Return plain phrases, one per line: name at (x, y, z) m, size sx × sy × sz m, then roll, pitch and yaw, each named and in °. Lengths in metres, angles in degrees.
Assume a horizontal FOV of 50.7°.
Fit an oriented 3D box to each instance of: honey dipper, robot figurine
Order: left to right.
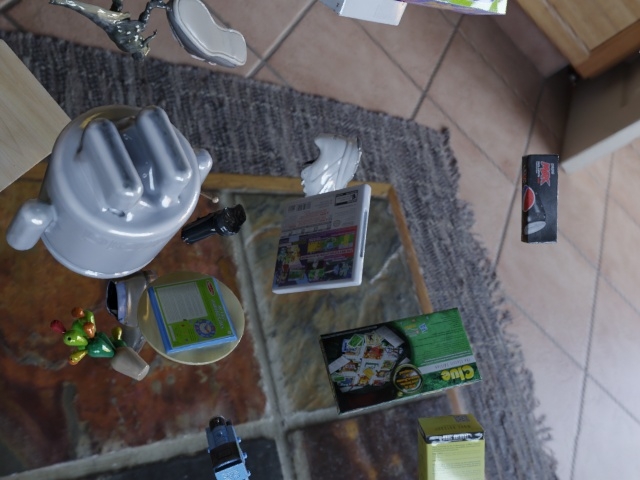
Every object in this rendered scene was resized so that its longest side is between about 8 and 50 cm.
robot figurine at (-0.301, -0.062, 0.984) m, size 0.300 × 0.353 × 0.200 m, roll -19°, pitch 82°, yaw -32°
honey dipper at (-0.350, -0.142, 1.939) m, size 0.160 × 0.030 × 0.030 m, roll 24°, pitch 34°, yaw 31°

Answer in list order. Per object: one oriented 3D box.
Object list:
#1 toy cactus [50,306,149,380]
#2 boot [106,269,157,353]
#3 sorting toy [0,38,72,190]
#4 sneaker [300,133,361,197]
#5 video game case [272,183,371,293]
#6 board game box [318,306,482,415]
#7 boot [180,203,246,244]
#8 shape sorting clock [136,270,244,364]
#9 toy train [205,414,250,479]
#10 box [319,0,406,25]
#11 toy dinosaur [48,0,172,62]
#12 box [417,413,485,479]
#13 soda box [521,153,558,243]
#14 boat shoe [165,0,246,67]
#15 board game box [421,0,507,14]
toy cactus at (-0.417, 0.214, 1.300) m, size 0.180 × 0.219 × 0.112 m, roll 31°, pitch 73°, yaw 13°
boot at (-0.444, 0.169, 1.520) m, size 0.106 × 0.082 × 0.219 m, roll -1°, pitch 110°, yaw -51°
sorting toy at (-0.729, -0.266, 1.499) m, size 0.257 × 0.089 × 0.255 m, roll 53°, pitch 54°, yaw -20°
sneaker at (0.005, -0.132, 1.670) m, size 0.129 × 0.297 × 0.111 m, roll 17°, pitch 21°, yaw -3°
video game case at (0.000, 0.000, 1.223) m, size 0.023 × 0.201 × 0.183 m, roll 26°, pitch 64°, yaw -43°
board game box at (0.136, 0.203, 1.150) m, size 0.259 × 0.030 × 0.136 m, roll -8°, pitch 67°, yaw -16°
boot at (-0.179, -0.022, 1.085) m, size 0.121 × 0.099 × 0.045 m, roll -59°, pitch 129°, yaw -74°
shape sorting clock at (-0.247, 0.146, 1.294) m, size 0.206 × 0.040 × 0.206 m, roll 11°, pitch 50°, yaw -13°
toy train at (-0.207, 0.464, 1.481) m, size 0.080 × 0.105 × 0.184 m, roll -16°, pitch 35°, yaw -10°
box at (0.072, -0.492, 1.303) m, size 0.170 × 0.091 × 0.130 m, roll -9°, pitch 43°, yaw -44°
toy dinosaur at (-0.328, -0.380, 1.137) m, size 0.064 × 0.118 × 0.268 m, roll 43°, pitch 6°, yaw 15°
box at (0.188, 0.370, 0.970) m, size 0.087 × 0.058 × 0.232 m, roll -5°, pitch 100°, yaw -4°
soda box at (0.416, -0.079, 1.284) m, size 0.060 × 0.053 × 0.169 m, roll -1°, pitch 93°, yaw 2°
boat shoe at (-0.266, -0.442, 1.479) m, size 0.335 × 0.095 × 0.112 m, roll 0°, pitch 86°, yaw -73°
board game box at (0.208, -0.500, 1.092) m, size 0.347 × 0.078 × 0.233 m, roll -16°, pitch 114°, yaw -50°
